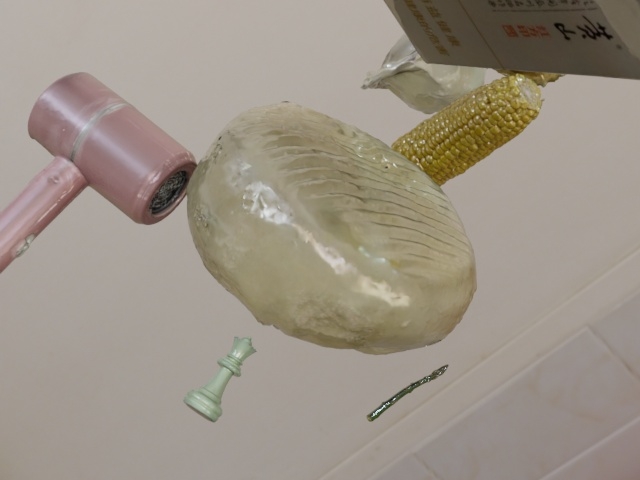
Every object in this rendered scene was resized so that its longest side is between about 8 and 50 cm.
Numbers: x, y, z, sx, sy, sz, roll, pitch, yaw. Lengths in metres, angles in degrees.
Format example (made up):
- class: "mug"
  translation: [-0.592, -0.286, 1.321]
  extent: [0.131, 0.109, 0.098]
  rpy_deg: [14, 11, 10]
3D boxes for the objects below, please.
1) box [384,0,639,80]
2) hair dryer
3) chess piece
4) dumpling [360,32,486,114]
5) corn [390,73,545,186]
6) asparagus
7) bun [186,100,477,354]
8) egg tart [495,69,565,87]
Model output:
- class: "box"
  translation: [0.156, -0.231, 0.765]
  extent: [0.204, 0.051, 0.365]
  rpy_deg: [50, -12, -29]
- class: "hair dryer"
  translation: [-0.353, -0.040, 1.213]
  extent: [0.210, 0.352, 0.125]
  rpy_deg: [38, -13, 13]
- class: "chess piece"
  translation: [-0.098, 0.136, 0.921]
  extent: [0.042, 0.093, 0.042]
  rpy_deg: [30, -18, 11]
- class: "dumpling"
  translation: [0.173, -0.281, 1.488]
  extent: [0.258, 0.193, 0.146]
  rpy_deg: [-17, 97, -37]
- class: "corn"
  translation: [0.185, -0.137, 1.214]
  extent: [0.091, 0.260, 0.091]
  rpy_deg: [-38, 95, -44]
- class: "asparagus"
  translation: [0.133, 0.228, 1.367]
  extent: [0.163, 0.016, 0.016]
  rpy_deg: [-27, 33, -29]
- class: "bun"
  translation: [0.000, 0.000, 1.037]
  extent: [0.362, 0.234, 0.326]
  rpy_deg: [41, 22, 22]
- class: "egg tart"
  translation: [0.312, -0.368, 1.278]
  extent: [0.297, 0.297, 0.132]
  rpy_deg: [52, 14, 6]
